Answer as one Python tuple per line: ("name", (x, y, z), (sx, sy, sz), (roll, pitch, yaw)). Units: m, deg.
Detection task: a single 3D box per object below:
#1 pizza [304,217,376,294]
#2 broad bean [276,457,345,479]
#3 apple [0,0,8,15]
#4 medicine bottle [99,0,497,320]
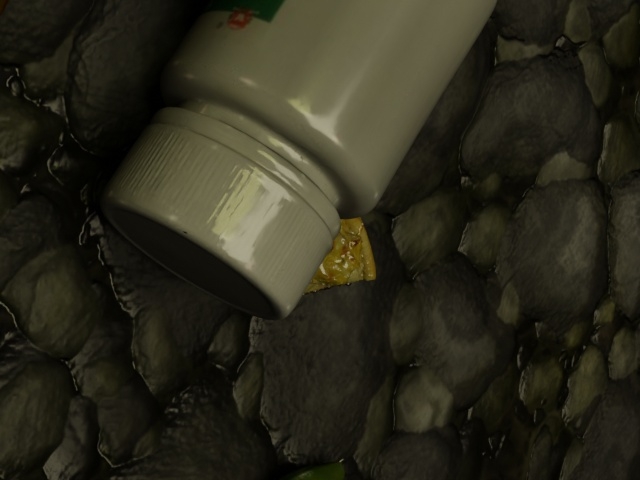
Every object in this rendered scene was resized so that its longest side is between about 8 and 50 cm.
("pizza", (0.000, 0.000, 1.119), (0.099, 0.036, 0.160), (-50, 125, -21))
("broad bean", (-0.068, 0.279, 1.109), (0.254, 0.046, 0.065), (-36, 126, -28))
("apple", (-0.318, -0.223, 0.634), (0.340, 0.340, 0.339), (-9, 104, -39))
("medicine bottle", (-0.019, -0.121, 0.968), (0.208, 0.208, 0.339), (43, 71, -37))
